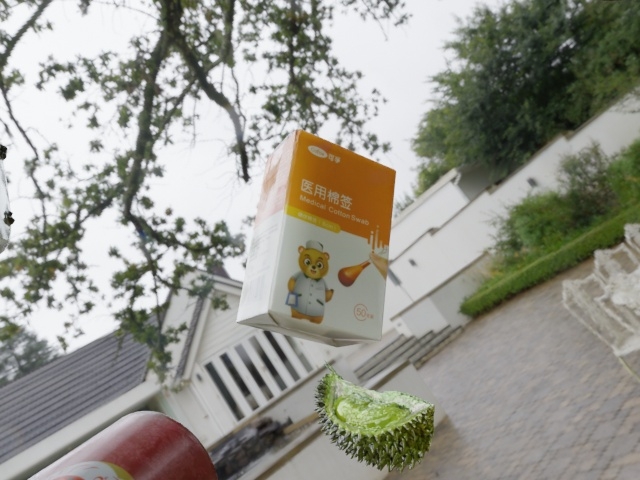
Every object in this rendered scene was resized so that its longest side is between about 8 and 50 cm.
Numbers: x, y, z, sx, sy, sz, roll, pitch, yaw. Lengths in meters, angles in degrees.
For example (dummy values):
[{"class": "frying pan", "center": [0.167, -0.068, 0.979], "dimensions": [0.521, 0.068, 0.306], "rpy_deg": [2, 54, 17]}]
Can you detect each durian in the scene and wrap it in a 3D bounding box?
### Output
[{"class": "durian", "center": [0.108, 0.399, 1.202], "dimensions": [0.351, 0.158, 0.169], "rpy_deg": [2, 49, 50]}]

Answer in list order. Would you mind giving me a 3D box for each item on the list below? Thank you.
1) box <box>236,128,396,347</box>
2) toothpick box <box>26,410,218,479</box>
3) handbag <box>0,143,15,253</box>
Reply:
[{"class": "box", "center": [0.000, 0.000, 0.984], "dimensions": [0.224, 0.342, 0.143], "rpy_deg": [18, -22, -26]}, {"class": "toothpick box", "center": [-0.286, 0.359, 0.618], "dimensions": [0.204, 0.204, 0.333], "rpy_deg": [-40, -7, 22]}, {"class": "handbag", "center": [-0.346, -0.036, 0.275], "dimensions": [0.315, 0.109, 0.241], "rpy_deg": [-4, -9, -19]}]
